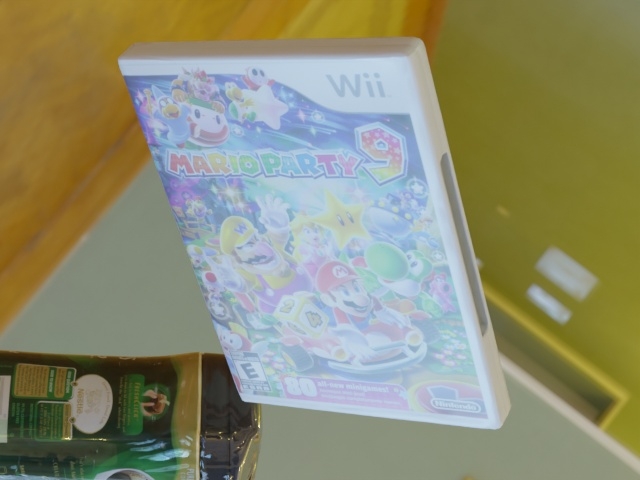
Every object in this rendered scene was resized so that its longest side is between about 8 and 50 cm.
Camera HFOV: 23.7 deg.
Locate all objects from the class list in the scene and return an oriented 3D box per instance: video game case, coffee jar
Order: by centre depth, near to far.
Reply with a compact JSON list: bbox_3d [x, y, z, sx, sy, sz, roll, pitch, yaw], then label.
[{"bbox_3d":[0.000,0.000,0.419,0.011,0.087,0.122,-55,138,-44],"label":"video game case"},{"bbox_3d":[-0.126,0.108,0.879,0.096,0.184,0.079,98,-8,-60],"label":"coffee jar"}]
